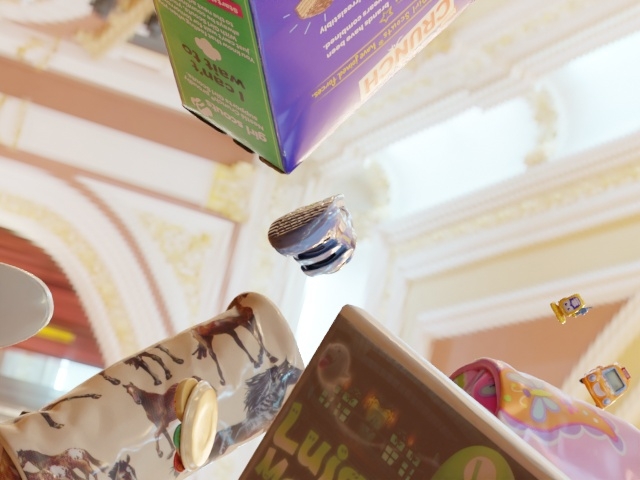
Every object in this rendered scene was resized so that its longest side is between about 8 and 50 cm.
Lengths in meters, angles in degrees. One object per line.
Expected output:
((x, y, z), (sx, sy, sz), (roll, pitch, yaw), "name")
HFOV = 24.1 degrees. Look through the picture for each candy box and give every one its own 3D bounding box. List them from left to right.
((0.008, -0.239, 1.041), (0.268, 0.122, 0.317), (-44, 153, -19), "candy box")

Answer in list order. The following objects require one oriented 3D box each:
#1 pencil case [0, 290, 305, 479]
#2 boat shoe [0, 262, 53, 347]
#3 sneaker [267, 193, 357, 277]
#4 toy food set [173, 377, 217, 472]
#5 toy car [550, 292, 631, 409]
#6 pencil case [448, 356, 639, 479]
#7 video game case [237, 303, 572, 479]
((-0.207, 0.204, 1.771), (0.183, 0.410, 0.160), (38, -38, 38), "pencil case")
((-0.334, 0.053, 1.299), (0.070, 0.219, 0.078), (-25, 114, -84), "boat shoe")
((0.000, 0.000, 1.177), (0.144, 0.053, 0.059), (-28, 101, -73), "sneaker")
((-0.112, 0.164, 1.323), (0.083, 0.020, 0.083), (36, 62, -74), "toy food set")
((0.244, 0.095, 1.355), (0.040, 0.060, 0.122), (-31, -114, 18), "toy car")
((0.194, 0.181, 0.949), (0.124, 0.284, 0.124), (-57, -165, 24), "pencil case")
((0.024, 0.146, 0.703), (0.190, 0.022, 0.173), (38, -80, 47), "video game case")
